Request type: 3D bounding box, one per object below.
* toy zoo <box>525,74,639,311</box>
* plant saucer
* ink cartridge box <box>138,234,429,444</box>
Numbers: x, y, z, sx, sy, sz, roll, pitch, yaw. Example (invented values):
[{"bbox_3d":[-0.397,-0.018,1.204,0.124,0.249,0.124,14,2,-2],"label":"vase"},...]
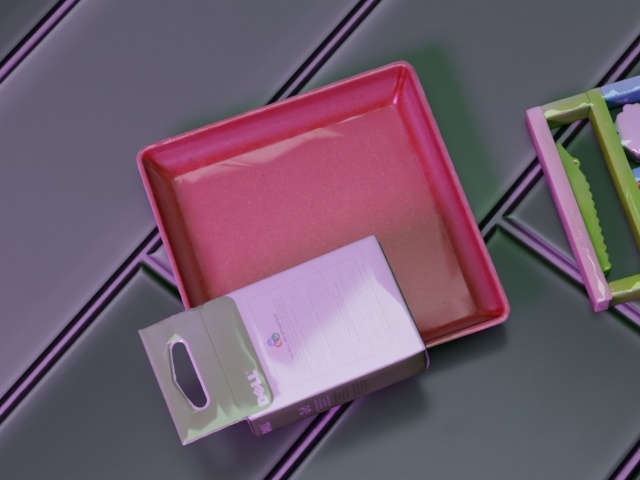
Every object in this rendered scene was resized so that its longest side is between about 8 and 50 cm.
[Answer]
[{"bbox_3d":[0.347,-0.068,1.534,0.293,0.030,0.192,-16,69,-2],"label":"toy zoo"},{"bbox_3d":[0.000,0.000,1.524,0.259,0.047,0.259,-19,70,-3],"label":"plant saucer"},{"bbox_3d":[-0.029,0.088,1.434,0.209,0.062,0.109,-22,70,-4],"label":"ink cartridge box"}]
